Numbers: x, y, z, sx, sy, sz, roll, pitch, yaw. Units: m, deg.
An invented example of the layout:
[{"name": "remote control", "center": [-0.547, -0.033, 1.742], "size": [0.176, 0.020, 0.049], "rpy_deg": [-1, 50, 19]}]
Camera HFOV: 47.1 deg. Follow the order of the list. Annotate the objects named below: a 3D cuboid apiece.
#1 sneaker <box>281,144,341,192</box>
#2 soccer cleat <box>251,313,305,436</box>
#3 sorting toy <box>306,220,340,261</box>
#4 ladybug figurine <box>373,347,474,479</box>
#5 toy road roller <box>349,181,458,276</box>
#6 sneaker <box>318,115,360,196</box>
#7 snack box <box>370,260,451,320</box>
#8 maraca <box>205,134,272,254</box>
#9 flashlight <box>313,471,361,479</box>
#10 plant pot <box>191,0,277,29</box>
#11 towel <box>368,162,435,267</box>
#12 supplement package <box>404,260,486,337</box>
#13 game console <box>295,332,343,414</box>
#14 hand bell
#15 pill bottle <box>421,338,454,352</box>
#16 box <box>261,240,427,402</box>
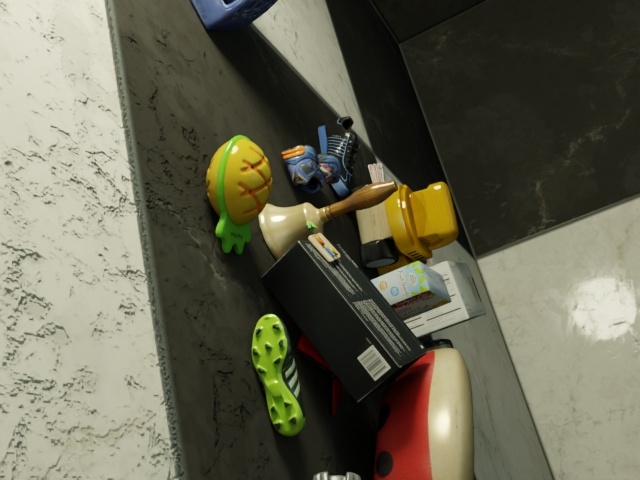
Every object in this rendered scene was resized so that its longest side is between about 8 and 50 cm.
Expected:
[{"name": "sneaker", "center": [-0.018, -0.142, 1.589], "size": [0.221, 0.083, 0.087], "rpy_deg": [8, 74, -63]}, {"name": "soccer cleat", "center": [-0.060, 0.198, 1.084], "size": [0.072, 0.060, 0.178], "rpy_deg": [37, 40, -74]}, {"name": "sorting toy", "center": [0.000, 0.000, 1.242], "size": [0.083, 0.012, 0.062], "rpy_deg": [48, 17, 6]}, {"name": "ladybug figurine", "center": [0.183, 0.362, 1.308], "size": [0.449, 0.162, 0.305], "rpy_deg": [-66, 157, -70]}, {"name": "toy road roller", "center": [0.233, -0.029, 1.837], "size": [0.329, 0.241, 0.202], "rpy_deg": [28, 51, -64]}, {"name": "sneaker", "center": [0.056, -0.217, 1.836], "size": [0.081, 0.090, 0.232], "rpy_deg": [43, 29, -51]}, {"name": "snack box", "center": [0.141, 0.121, 1.485], "size": [0.174, 0.207, 0.070], "rpy_deg": [28, 43, -63]}, {"name": "maraca", "center": [-0.129, -0.071, 1.149], "size": [0.127, 0.099, 0.185], "rpy_deg": [11, 84, -66]}, {"name": "flashlight", "center": [0.020, 0.455, 0.939], "size": [0.103, 0.103, 0.304], "rpy_deg": [97, -3, -45]}, {"name": "plant pot", "center": [-0.158, -0.575, 1.476], "size": [0.236, 0.212, 0.236], "rpy_deg": [64, 18, -11]}, {"name": "towel", "center": [0.265, -0.050, 2.285], "size": [0.332, 0.053, 0.317], "rpy_deg": [38, 34, -54]}, {"name": "supplement package", "center": [0.274, 0.154, 1.821], "size": [0.262, 0.204, 0.145], "rpy_deg": [6, 62, -69]}, {"name": "game console", "center": [0.004, 0.214, 1.301], "size": [0.124, 0.085, 0.144], "rpy_deg": [33, 23, -3]}, {"name": "hand bell", "center": [0.024, -0.053, 1.310], "size": [0.126, 0.242, 0.126], "rpy_deg": [53, 23, -35]}, {"name": "pill bottle", "center": [0.287, 0.354, 1.749], "size": [0.123, 0.123, 0.219], "rpy_deg": [29, 42, -62]}, {"name": "box", "center": [0.045, 0.128, 1.251], "size": [0.261, 0.103, 0.184], "rpy_deg": [51, 19, 15]}]
